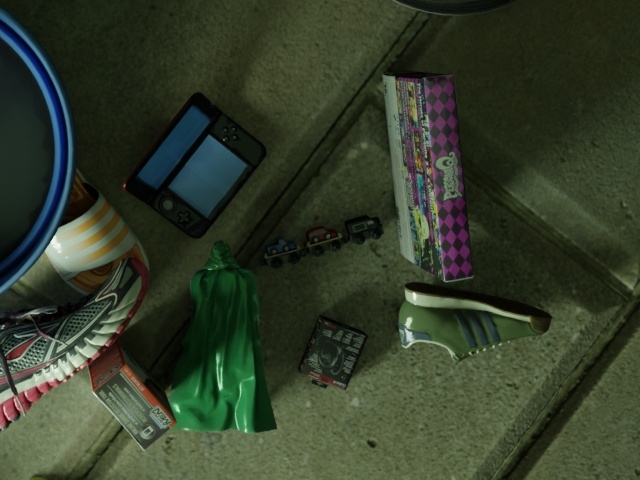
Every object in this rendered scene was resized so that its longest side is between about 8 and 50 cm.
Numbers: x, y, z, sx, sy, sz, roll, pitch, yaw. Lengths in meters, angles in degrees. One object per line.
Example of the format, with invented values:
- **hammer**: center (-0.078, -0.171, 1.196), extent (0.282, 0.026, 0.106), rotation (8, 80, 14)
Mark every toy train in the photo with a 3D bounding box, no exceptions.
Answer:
- **toy train**: center (0.000, 0.000, 1.842), extent (0.158, 0.027, 0.036), rotation (-17, 97, -8)

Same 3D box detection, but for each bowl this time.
- **bowl**: center (-0.466, -0.102, 1.687), extent (0.391, 0.077, 0.391), rotation (0, 94, 0)

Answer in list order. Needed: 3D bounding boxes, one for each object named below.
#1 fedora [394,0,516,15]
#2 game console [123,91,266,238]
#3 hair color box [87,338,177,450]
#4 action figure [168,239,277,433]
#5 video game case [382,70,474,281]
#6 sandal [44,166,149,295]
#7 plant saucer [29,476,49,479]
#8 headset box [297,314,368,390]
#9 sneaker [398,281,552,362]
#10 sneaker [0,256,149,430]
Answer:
- **fedora**: center (0.172, -0.388, 1.769), extent (0.276, 0.124, 0.243), rotation (6, 96, -11)
- **game console**: center (-0.145, -0.085, 1.774), extent (0.124, 0.085, 0.144), rotation (38, 90, -13)
- **hair color box**: center (-0.221, 0.176, 1.755), extent (0.053, 0.167, 0.093), rotation (-40, 103, -3)
- **action figure**: center (-0.119, 0.114, 1.818), extent (0.137, 0.063, 0.232), rotation (0, 102, -8)
- **video game case**: center (0.123, -0.082, 1.759), extent (0.042, 0.210, 0.232), rotation (-8, 98, -9)
- **sandal**: center (-0.302, -0.034, 1.757), extent (0.102, 0.076, 0.265), rotation (-36, 103, -3)
- **plant saucer**: center (-0.302, 0.409, 1.836), extent (0.188, 0.045, 0.188), rotation (23, 94, -12)
- **headset box**: center (0.014, 0.143, 1.862), extent (0.062, 0.032, 0.083), rotation (21, 95, -12)
- **sneaker**: center (0.186, 0.112, 1.877), extent (0.192, 0.064, 0.086), rotation (11, 103, -11)
- **sneaker**: center (-0.324, 0.115, 1.740), extent (0.299, 0.121, 0.112), rotation (-37, 97, 6)
